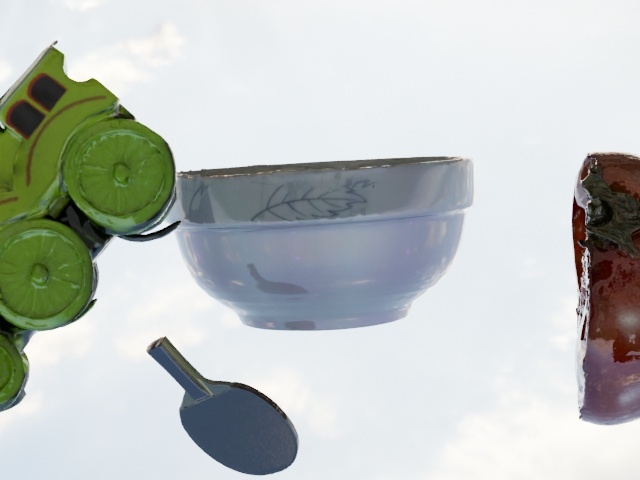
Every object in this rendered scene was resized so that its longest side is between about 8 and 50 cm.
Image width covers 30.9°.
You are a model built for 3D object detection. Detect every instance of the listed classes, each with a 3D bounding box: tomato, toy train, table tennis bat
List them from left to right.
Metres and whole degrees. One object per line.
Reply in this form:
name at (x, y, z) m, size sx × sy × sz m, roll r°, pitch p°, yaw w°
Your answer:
toy train at (-0.143, 0.049, 0.401) m, size 0.250 × 0.085 × 0.053 m, roll -54°, pitch -175°, yaw -10°
table tennis bat at (-0.082, 0.137, 0.942) m, size 0.095 × 0.158 × 0.014 m, roll -26°, pitch -155°, yaw 34°
tomato at (0.184, 0.025, 0.640) m, size 0.091 × 0.139 × 0.159 m, roll -1°, pitch -133°, yaw 8°

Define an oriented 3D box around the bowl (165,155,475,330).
bowl at (0.000, 0.000, 1.055) m, size 0.286 × 0.144 × 0.287 m, roll -2°, pitch -176°, yaw 0°
